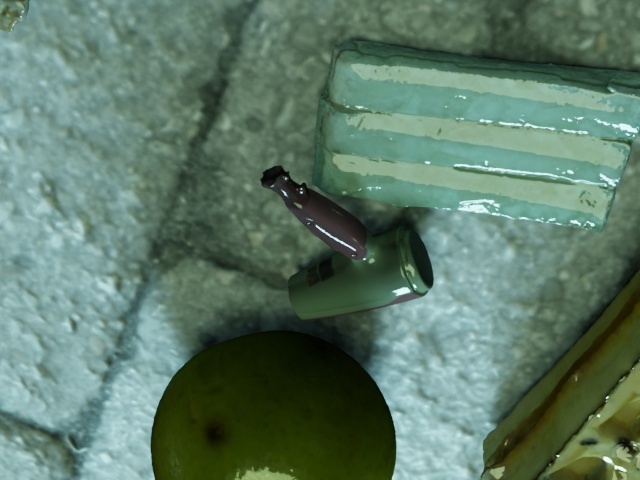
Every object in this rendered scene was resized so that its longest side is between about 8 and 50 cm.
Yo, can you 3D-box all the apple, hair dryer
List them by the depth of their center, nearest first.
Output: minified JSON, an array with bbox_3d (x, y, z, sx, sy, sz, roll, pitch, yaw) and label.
[{"bbox_3d":[0.005,-0.003,0.757,0.106,0.054,0.154,-16,135,22],"label":"hair dryer"},{"bbox_3d":[-0.038,0.166,0.826,0.197,0.157,0.196,-1,124,-1],"label":"apple"}]

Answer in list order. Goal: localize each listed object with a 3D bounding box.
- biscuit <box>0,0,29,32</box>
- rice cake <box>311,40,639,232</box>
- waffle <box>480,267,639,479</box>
[{"bbox_3d":[-0.186,-0.254,0.660,0.133,0.032,0.250,37,120,-13],"label":"biscuit"},{"bbox_3d":[0.102,-0.071,0.727,0.211,0.038,0.124,12,123,2],"label":"rice cake"},{"bbox_3d":[0.309,0.116,0.769,0.261,0.114,0.376,28,121,-10],"label":"waffle"}]
